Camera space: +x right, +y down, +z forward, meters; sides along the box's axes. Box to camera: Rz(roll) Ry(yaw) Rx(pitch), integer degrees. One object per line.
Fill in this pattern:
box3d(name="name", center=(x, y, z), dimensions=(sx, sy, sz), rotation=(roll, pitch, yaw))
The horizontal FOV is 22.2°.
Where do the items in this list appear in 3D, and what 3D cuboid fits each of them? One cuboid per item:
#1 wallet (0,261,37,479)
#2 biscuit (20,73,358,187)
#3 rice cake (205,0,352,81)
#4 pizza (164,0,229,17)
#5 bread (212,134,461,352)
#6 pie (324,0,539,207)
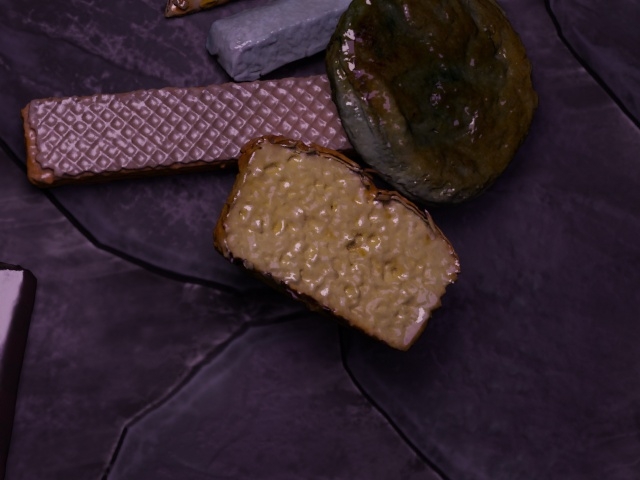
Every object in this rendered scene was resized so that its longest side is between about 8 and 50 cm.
box3d(name="wallet", center=(-0.389, 0.121, 1.646), dimensions=(0.182, 0.049, 0.229), rotation=(12, 75, -11))
box3d(name="biscuit", center=(-0.127, -0.118, 1.750), dimensions=(0.379, 0.054, 0.094), rotation=(-6, 80, -14))
box3d(name="rice cake", center=(-0.021, -0.235, 1.786), dimensions=(0.206, 0.063, 0.069), rotation=(-21, 44, -14))
box3d(name="pizza", center=(-0.119, -0.320, 1.804), dimensions=(0.176, 0.036, 0.184), rotation=(-39, 88, -17))
box3d(name="bread", center=(0.005, 0.000, 1.713), dimensions=(0.261, 0.147, 0.160), rotation=(26, 82, -20))
box3d(name="pie", center=(0.129, -0.175, 1.772), dimensions=(0.277, 0.078, 0.277), rotation=(2, 86, -33))
